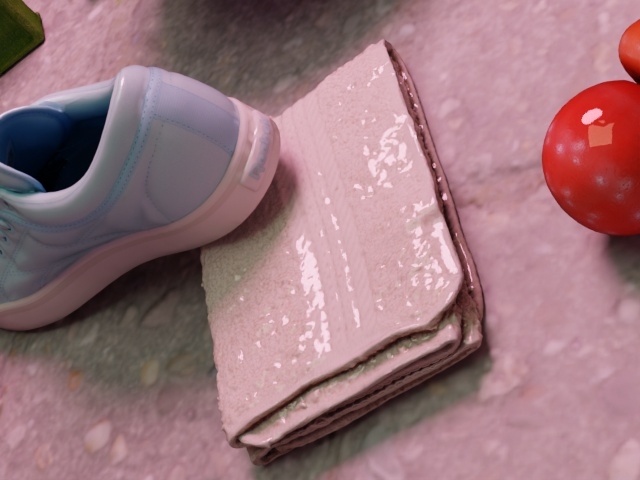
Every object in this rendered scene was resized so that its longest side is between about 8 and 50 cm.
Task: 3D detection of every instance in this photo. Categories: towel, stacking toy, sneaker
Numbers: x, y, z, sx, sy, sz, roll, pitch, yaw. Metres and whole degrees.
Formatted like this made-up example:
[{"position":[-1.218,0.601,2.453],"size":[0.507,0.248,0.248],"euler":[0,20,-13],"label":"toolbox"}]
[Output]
[{"position":[0.000,0.000,0.986],"size":[0.187,0.049,0.282],"euler":[-31,43,17],"label":"towel"},{"position":[0.246,-0.143,0.832],"size":[0.330,0.141,0.141],"euler":[-49,41,4],"label":"stacking toy"},{"position":[-0.196,-0.044,1.075],"size":[0.366,0.150,0.135],"euler":[-26,45,41],"label":"sneaker"}]

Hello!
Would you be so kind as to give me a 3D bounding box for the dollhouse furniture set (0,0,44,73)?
[{"position":[-0.276,-0.323,1.392],"size":[0.301,0.151,0.198],"euler":[-36,42,13],"label":"dollhouse furniture set"}]
